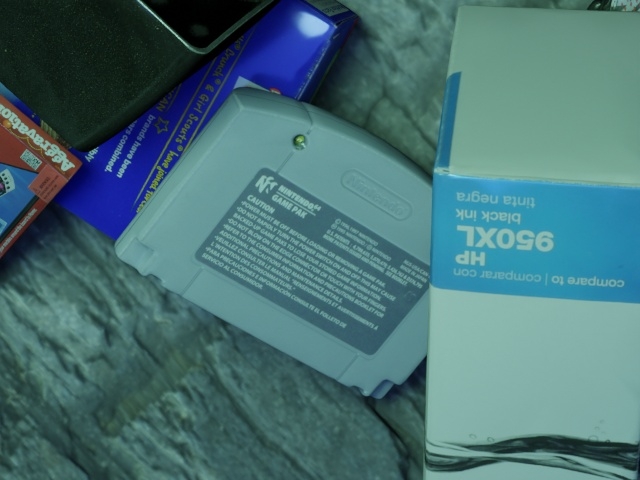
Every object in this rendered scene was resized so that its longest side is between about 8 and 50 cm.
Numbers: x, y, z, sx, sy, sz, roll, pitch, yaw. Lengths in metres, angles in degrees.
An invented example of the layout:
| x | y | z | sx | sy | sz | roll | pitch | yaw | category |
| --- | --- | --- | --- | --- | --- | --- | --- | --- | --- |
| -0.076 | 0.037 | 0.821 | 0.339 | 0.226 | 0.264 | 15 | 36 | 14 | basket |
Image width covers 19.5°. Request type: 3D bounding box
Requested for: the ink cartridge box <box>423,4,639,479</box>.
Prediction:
| x | y | z | sx | sy | sz | roll | pitch | yaw | category |
| --- | --- | --- | --- | --- | --- | --- | --- | --- | --- |
| 0.168 | 0.057 | 1.423 | 0.166 | 0.285 | 0.395 | 3 | 120 | 6 | ink cartridge box |

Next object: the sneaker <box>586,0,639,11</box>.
| x | y | z | sx | sy | sz | roll | pitch | yaw | category |
| --- | --- | --- | --- | --- | --- | --- | --- | --- | --- |
| 0.285 | -0.157 | 1.501 | 0.135 | 0.097 | 0.276 | -17 | 96 | 16 | sneaker |

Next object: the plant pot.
| x | y | z | sx | sy | sz | roll | pitch | yaw | category |
| --- | --- | --- | --- | --- | --- | --- | --- | --- | --- |
| -0.159 | -0.181 | 1.432 | 0.188 | 0.187 | 0.167 | 41 | 126 | 1 | plant pot |

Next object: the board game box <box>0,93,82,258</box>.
| x | y | z | sx | sy | sz | roll | pitch | yaw | category |
| --- | --- | --- | --- | --- | --- | --- | --- | --- | --- |
| -0.315 | -0.049 | 1.609 | 0.145 | 0.027 | 0.281 | 41 | 145 | -7 | board game box |

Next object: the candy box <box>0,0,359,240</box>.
| x | y | z | sx | sy | sz | roll | pitch | yaw | category |
| --- | --- | --- | --- | --- | --- | --- | --- | --- | --- |
| -0.168 | -0.159 | 1.592 | 0.317 | 0.122 | 0.268 | 33 | 108 | 5 | candy box |

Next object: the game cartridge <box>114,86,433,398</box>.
| x | y | z | sx | sy | sz | roll | pitch | yaw | category |
| --- | --- | --- | --- | --- | --- | --- | --- | --- | --- |
| 0.000 | 0.000 | 1.554 | 0.294 | 0.060 | 0.196 | 31 | 110 | -30 | game cartridge |
